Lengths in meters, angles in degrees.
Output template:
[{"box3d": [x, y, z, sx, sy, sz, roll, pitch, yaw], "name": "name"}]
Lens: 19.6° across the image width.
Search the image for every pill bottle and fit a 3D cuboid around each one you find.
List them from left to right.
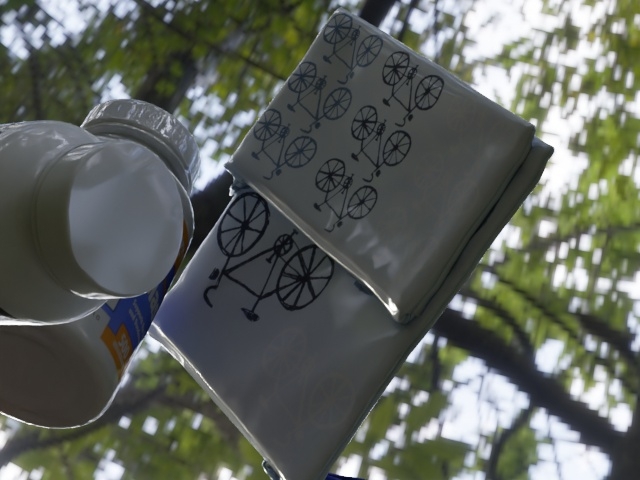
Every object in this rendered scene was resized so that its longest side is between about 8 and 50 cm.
[{"box3d": [-0.167, -0.008, 0.991, 0.193, 0.108, 0.108, -2, -56, 43], "name": "pill bottle"}, {"box3d": [-0.195, 0.010, 1.541, 0.152, 0.272, 0.152, 13, -43, 12], "name": "pill bottle"}]

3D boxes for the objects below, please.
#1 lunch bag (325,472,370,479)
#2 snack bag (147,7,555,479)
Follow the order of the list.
[{"box3d": [0.024, 0.286, 1.642, 0.151, 0.096, 0.129, 29, -53, 39], "name": "lunch bag"}, {"box3d": [0.000, 0.000, 1.492, 0.037, 0.323, 0.342, 30, -83, -37], "name": "snack bag"}]
